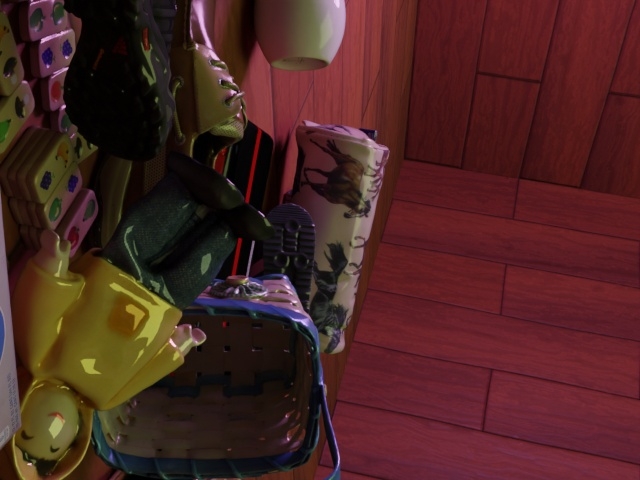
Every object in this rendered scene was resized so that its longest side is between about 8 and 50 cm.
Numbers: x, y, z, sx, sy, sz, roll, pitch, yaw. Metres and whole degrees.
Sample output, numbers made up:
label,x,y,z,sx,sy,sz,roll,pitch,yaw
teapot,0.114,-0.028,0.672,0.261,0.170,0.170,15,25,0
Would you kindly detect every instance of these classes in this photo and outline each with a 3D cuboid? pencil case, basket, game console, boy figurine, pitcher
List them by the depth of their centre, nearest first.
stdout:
label,x,y,z,sx,sy,sz,roll,pitch,yaw
boy figurine,-0.168,0.062,0.666,0.285,0.092,0.177,-51,134,-14
basket,-0.118,0.150,0.808,0.289,0.254,0.201,-98,-173,-60
game console,-0.140,0.026,1.126,0.342,0.060,0.387,-3,105,-86
pitcher,-0.031,-0.340,1.185,0.178,0.125,0.207,156,-66,-84
pencil case,0.000,0.000,1.489,0.183,0.159,0.410,-140,-121,-63

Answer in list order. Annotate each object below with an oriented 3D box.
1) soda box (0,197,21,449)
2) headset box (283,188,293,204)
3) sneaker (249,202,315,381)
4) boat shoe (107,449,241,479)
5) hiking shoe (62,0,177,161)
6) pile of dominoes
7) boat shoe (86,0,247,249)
label,x,y,z,sx,sy,sz,roll,pitch,yaw
soda box,-0.232,0.018,0.472,0.092,0.083,0.263,-61,160,-61
headset box,-0.049,-0.058,1.586,0.062,0.032,0.083,-46,144,-73
sneaker,-0.077,0.105,1.365,0.131,0.112,0.319,164,-61,-74
boat shoe,-0.169,0.275,1.005,0.324,0.123,0.116,-56,152,-71
hiking shoe,-0.132,-0.156,0.625,0.227,0.086,0.114,103,7,-52
pile of dominoes,-0.208,-0.098,0.613,0.251,0.040,0.196,90,14,-48
boat shoe,-0.127,-0.121,0.816,0.122,0.119,0.324,7,94,-80
